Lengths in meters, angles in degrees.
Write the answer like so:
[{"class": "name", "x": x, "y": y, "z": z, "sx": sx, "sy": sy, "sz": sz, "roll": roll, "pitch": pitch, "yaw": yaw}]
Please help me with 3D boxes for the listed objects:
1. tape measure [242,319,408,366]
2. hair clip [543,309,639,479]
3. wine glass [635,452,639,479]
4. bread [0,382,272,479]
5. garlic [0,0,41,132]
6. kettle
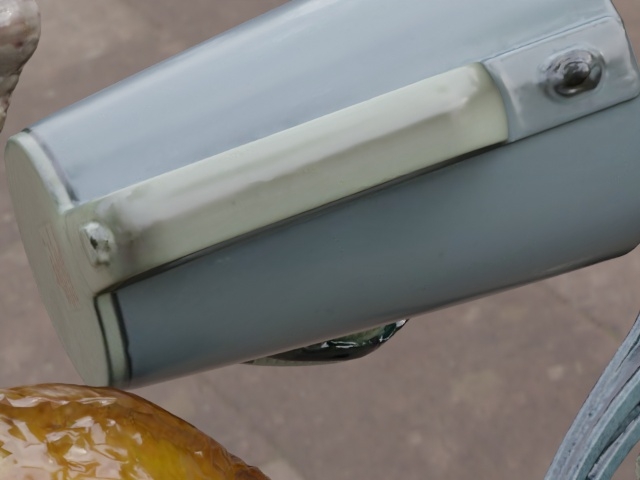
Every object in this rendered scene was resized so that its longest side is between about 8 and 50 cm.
[{"class": "tape measure", "x": 0.000, "y": 0.000, "z": 1.468, "sx": 0.235, "sy": 0.115, "sz": 0.207, "roll": 0, "pitch": 61, "yaw": -7}, {"class": "hair clip", "x": 0.153, "y": 0.128, "z": 1.035, "sx": 0.083, "sy": 0.048, "sz": 0.275, "roll": 15, "pitch": 62, "yaw": 38}, {"class": "wine glass", "x": 0.090, "y": 0.196, "z": 0.599, "sx": 0.232, "sy": 0.156, "sz": 0.156, "roll": -44, "pitch": 40, "yaw": -19}, {"class": "bread", "x": -0.130, "y": 0.193, "z": 0.726, "sx": 0.312, "sy": 0.312, "sz": 0.172, "roll": -25, "pitch": 49, "yaw": -13}, {"class": "garlic", "x": -0.232, "y": -0.100, "z": 1.015, "sx": 0.159, "sy": 0.147, "sz": 0.102, "roll": -40, "pitch": 21, "yaw": -6}, {"class": "kettle", "x": 0.007, "y": -0.028, "z": 0.772, "sx": 0.243, "sy": 0.160, "sz": 0.210, "roll": -21, "pitch": 6, "yaw": -18}]
